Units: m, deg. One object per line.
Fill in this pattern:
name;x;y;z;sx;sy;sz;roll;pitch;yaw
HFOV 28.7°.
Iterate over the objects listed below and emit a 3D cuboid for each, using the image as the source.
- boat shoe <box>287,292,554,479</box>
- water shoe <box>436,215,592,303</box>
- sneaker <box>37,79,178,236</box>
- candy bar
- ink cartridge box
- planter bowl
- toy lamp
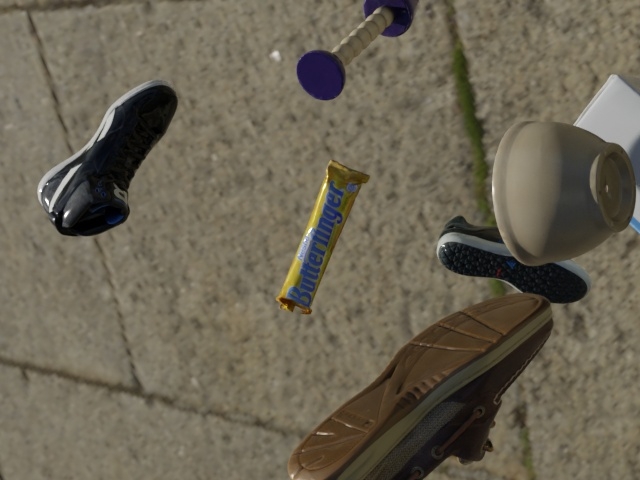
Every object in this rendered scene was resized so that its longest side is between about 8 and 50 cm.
boat shoe;0.126;0.188;1.339;0.123;0.342;0.123;13;137;60
water shoe;0.253;0.016;1.608;0.203;0.080;0.073;17;131;2
sneaker;-0.234;-0.086;1.491;0.079;0.217;0.121;42;-174;-44
candy bar;0.000;0.000;1.181;0.040;0.018;0.161;19;112;-8
ink cartridge box;0.466;-0.087;1.573;0.223;0.307;0.129;47;117;23
planter bowl;0.275;-0.055;1.360;0.109;0.162;0.162;-4;111;38
toy lamp;0.060;-0.285;1.715;0.080;0.274;0.080;17;128;23
